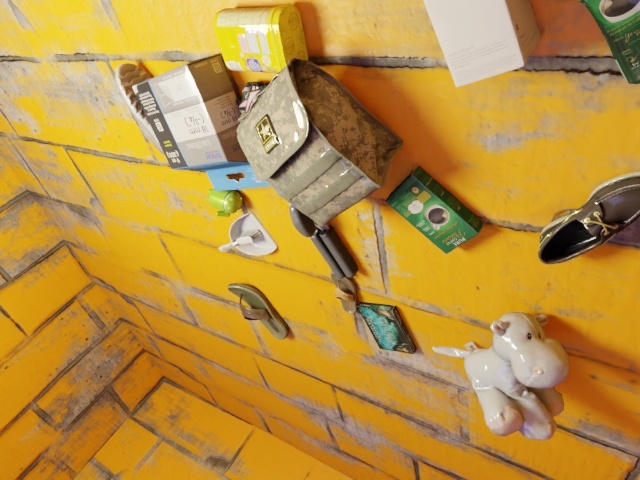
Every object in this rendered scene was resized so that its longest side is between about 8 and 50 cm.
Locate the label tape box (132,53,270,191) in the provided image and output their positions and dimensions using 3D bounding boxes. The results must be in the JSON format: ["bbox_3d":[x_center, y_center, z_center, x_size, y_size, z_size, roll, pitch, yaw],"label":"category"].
[{"bbox_3d":[-0.291,-0.257,1.133,0.241,0.106,0.333,1,121,41],"label":"label tape box"}]

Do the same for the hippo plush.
[{"bbox_3d":[0.462,0.272,1.042,0.294,0.235,0.236,-117,35,-48],"label":"hippo plush"}]

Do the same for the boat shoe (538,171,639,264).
[{"bbox_3d":[0.468,-0.028,0.780,0.081,0.068,0.227,38,144,2],"label":"boat shoe"}]

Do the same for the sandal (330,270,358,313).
[{"bbox_3d":[0.069,0.162,1.348,0.072,0.049,0.180,12,136,32],"label":"sandal"}]

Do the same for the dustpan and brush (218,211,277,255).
[{"bbox_3d":[-0.252,0.001,1.447,0.211,0.060,0.147,-13,120,47],"label":"dustpan and brush"}]

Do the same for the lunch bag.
[{"bbox_3d":[-0.022,-0.194,0.925,0.287,0.168,0.235,38,145,-15],"label":"lunch bag"}]

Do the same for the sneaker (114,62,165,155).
[{"bbox_3d":[-0.475,-0.337,1.244,0.115,0.105,0.281,4,132,38],"label":"sneaker"}]

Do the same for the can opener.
[{"bbox_3d":[0.000,0.000,1.211,0.074,0.093,0.280,-8,128,45],"label":"can opener"}]

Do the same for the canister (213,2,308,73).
[{"bbox_3d":[-0.120,-0.395,0.902,0.170,0.073,0.126,16,138,30],"label":"canister"}]

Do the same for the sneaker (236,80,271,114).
[{"bbox_3d":[-0.134,-0.319,1.002,0.178,0.072,0.077,-22,102,44],"label":"sneaker"}]

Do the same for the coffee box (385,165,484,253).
[{"bbox_3d":[0.239,-0.061,0.970,0.184,0.040,0.113,40,145,0],"label":"coffee box"}]

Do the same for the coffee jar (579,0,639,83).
[{"bbox_3d":[0.386,-0.294,0.560,0.184,0.079,0.096,48,146,-13],"label":"coffee jar"}]

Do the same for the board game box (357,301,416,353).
[{"bbox_3d":[0.199,0.261,1.361,0.126,0.026,0.186,-2,128,43],"label":"board game box"}]

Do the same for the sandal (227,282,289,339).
[{"bbox_3d":[-0.233,0.271,1.697,0.302,0.086,0.120,50,143,-15],"label":"sandal"}]

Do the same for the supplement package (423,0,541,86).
[{"bbox_3d":[0.223,-0.332,0.641,0.105,0.105,0.179,-5,126,44],"label":"supplement package"}]

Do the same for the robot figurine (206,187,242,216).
[{"bbox_3d":[-0.278,-0.120,1.336,0.115,0.067,0.101,22,109,25],"label":"robot figurine"}]
